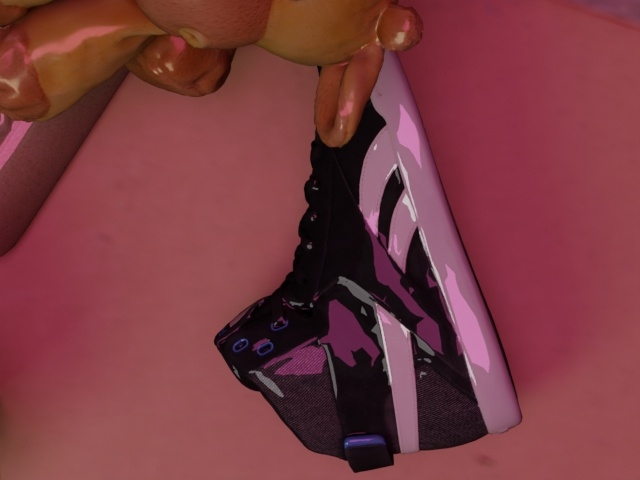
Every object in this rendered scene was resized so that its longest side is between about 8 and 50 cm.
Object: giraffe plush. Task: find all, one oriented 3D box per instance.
[{"bbox_3d":[-0.036,-0.119,0.704,0.210,0.170,0.181,-29,128,-19],"label":"giraffe plush"}]

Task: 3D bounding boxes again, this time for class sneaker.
[{"bbox_3d":[0.000,0.000,0.780,0.121,0.079,0.217,-20,91,4],"label":"sneaker"}]

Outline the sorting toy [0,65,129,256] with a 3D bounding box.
[{"bbox_3d":[-0.209,-0.090,0.780,0.229,0.041,0.307,32,94,-15],"label":"sorting toy"}]
